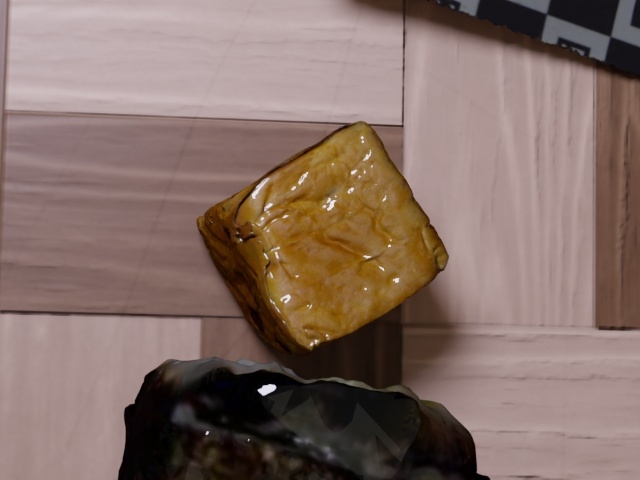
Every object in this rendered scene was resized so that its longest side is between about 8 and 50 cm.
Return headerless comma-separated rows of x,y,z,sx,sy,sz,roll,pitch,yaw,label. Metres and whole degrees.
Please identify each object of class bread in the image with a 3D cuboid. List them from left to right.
0.000,0.000,1.359,0.158,0.149,0.143,-28,91,-8,bread

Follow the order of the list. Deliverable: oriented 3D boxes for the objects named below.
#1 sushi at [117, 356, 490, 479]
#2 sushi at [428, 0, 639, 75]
-0.024,0.249,1.263,0.281,0.299,0.294,6,80,22,sushi
0.211,-0.340,1.422,0.359,0.064,0.343,17,82,-17,sushi
